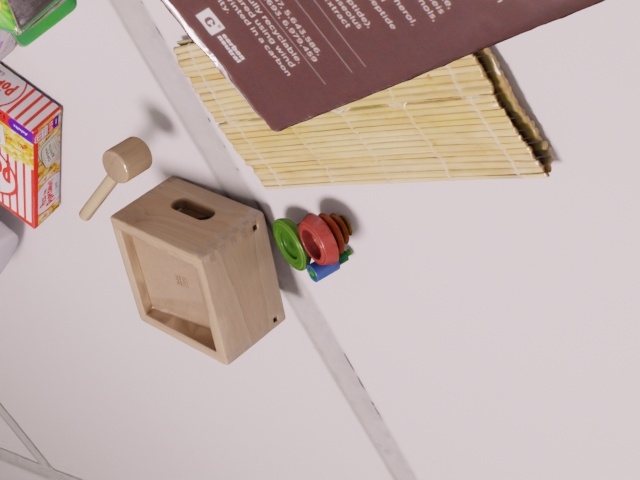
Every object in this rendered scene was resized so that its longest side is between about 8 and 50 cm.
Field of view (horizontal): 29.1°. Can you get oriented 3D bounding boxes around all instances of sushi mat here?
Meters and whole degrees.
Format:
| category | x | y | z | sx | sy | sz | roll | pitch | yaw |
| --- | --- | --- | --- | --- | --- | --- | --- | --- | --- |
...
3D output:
| category | x | y | z | sx | sy | sz | roll | pitch | yaw |
| --- | --- | --- | --- | --- | --- | --- | --- | --- | --- |
| sushi mat | 0.018 | -0.103 | 0.928 | 0.316 | 0.019 | 0.151 | 1 | 133 | 49 |

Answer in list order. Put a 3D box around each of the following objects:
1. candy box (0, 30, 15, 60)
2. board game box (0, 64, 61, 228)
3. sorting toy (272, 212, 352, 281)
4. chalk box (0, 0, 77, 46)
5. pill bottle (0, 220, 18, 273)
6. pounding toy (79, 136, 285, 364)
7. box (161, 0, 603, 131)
| category | x | y | z | sx | sy | sz | roll | pitch | yaw |
| --- | --- | --- | --- | --- | --- | --- | --- | --- | --- |
| candy box | -0.352 | -0.253 | 1.102 | 0.196 | 0.070 | 0.165 | 44 | 150 | -5 |
| board game box | -0.343 | -0.114 | 1.302 | 0.147 | 0.045 | 0.193 | 36 | 150 | 9 |
| sorting toy | 0.000 | 0.000 | 1.075 | 0.102 | 0.042 | 0.061 | -1 | 116 | 65 |
| chalk box | -0.245 | -0.249 | 0.924 | 0.132 | 0.132 | 0.213 | 22 | 144 | 29 |
| pill bottle | -0.511 | -0.045 | 1.471 | 0.283 | 0.161 | 0.161 | 39 | 150 | 2 |
| pounding toy | -0.136 | -0.016 | 1.159 | 0.181 | 0.094 | 0.206 | 22 | 137 | 38 |
| box | 0.090 | -0.192 | 0.561 | 0.143 | 0.191 | 0.381 | 50 | 150 | -16 |
